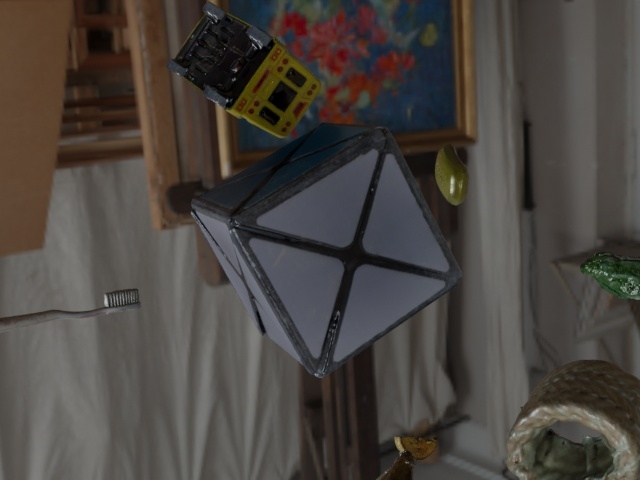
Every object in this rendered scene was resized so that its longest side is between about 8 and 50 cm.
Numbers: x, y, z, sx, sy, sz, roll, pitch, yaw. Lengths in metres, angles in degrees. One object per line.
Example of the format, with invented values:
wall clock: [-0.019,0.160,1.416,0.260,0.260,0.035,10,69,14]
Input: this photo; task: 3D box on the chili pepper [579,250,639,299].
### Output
chili pepper: [0.345,0.032,0.846,0.227,0.088,0.059,6,-147,-7]

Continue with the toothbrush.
toothbrush: [-0.361,0.095,1.173,0.307,0.029,0.025,-8,-173,-42]

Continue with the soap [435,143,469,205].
soap: [0.251,-0.128,1.796,0.045,0.089,0.140,2,-149,-11]

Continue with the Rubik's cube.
Rubik's cube: [0.000,0.000,1.296,0.260,0.254,0.259,-34,-164,-15]

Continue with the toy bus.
toy bus: [-0.136,-0.286,1.567,0.151,0.145,0.331,31,-174,-33]

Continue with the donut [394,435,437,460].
donut: [0.185,0.397,1.822,0.083,0.067,0.038,-30,-177,-37]

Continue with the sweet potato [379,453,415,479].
sweet potato: [0.063,0.480,1.432,0.131,0.336,0.131,18,158,8]

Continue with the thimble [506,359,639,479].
thimble: [0.406,0.303,1.458,0.229,0.196,0.148,-20,-168,40]

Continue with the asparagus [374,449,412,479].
asparagus: [0.109,0.411,1.607,0.024,0.025,0.248,2,148,-16]
